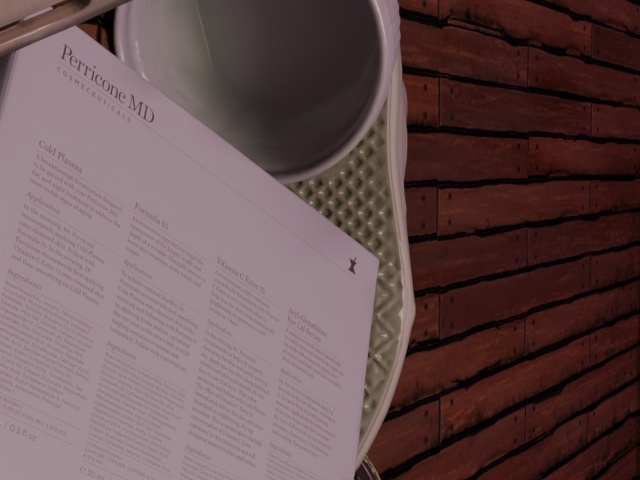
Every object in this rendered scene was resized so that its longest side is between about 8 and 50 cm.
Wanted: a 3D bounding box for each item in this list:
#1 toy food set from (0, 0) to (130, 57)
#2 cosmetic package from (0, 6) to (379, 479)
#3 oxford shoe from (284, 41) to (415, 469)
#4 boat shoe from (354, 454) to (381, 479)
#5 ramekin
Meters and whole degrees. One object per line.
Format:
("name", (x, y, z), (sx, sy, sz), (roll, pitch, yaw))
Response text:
("toy food set", (-0.202, -0.231, 0.627), (0.220, 0.092, 0.306), (-28, 103, -24))
("cosmetic package", (-0.111, 0.066, 0.866), (0.377, 0.097, 0.284), (37, 54, -45))
("oxford shoe", (0.000, 0.000, 1.143), (0.130, 0.169, 0.449), (56, 38, -83))
("boat shoe", (0.043, 0.302, 1.315), (0.068, 0.081, 0.227), (-47, 130, -48))
("ramekin", (-0.038, -0.153, 0.997), (0.109, 0.207, 0.207), (-52, 137, -63))
